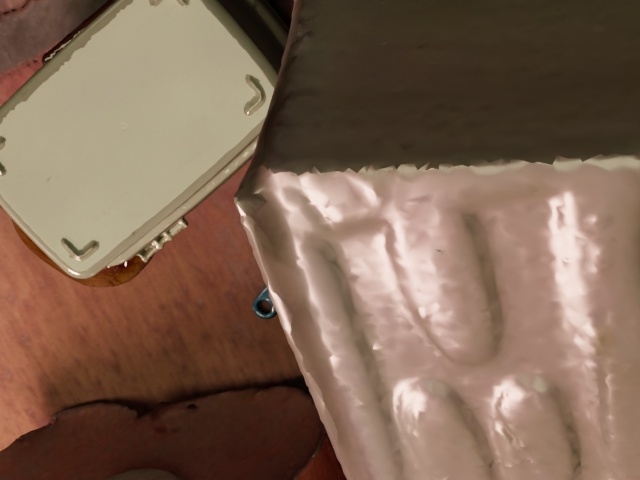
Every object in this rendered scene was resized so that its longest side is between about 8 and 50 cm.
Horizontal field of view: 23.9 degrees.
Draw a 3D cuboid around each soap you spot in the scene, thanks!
[{"bbox_3d":[0.211,0.016,0.855,0.435,0.213,0.350,-3,125,19],"label":"soap"}]

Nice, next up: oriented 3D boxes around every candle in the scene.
[{"bbox_3d":[-0.130,0.233,1.068,0.317,0.287,0.131,-14,113,21],"label":"candle"}]

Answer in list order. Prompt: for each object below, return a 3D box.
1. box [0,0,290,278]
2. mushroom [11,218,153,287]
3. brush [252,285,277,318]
[{"bbox_3d":[-0.114,-0.081,0.978,0.210,0.129,0.148,-40,96,12],"label":"box"},{"bbox_3d":[-0.174,-0.021,1.096,0.123,0.052,0.123,9,118,17],"label":"mushroom"},{"bbox_3d":[0.000,0.000,1.066,0.051,0.014,0.164,39,120,0],"label":"brush"}]
